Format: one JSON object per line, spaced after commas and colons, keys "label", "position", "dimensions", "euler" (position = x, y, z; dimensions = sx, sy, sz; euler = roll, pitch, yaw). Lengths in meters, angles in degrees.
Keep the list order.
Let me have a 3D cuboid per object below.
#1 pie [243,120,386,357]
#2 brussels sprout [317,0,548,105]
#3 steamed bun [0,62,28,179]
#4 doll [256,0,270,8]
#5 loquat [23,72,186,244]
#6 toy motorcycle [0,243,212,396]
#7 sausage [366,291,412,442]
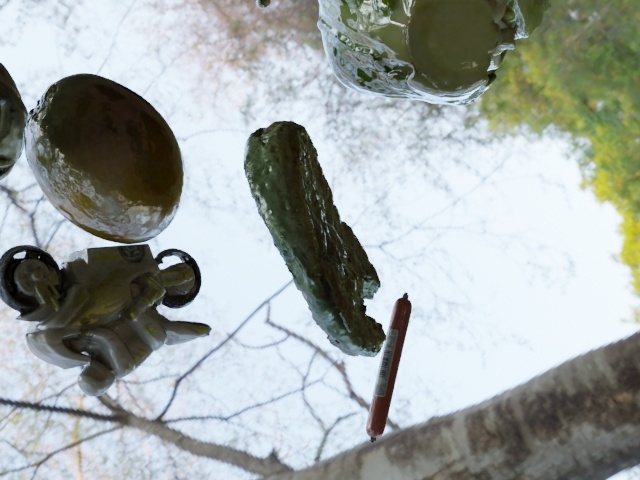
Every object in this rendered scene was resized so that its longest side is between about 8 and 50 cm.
{"label": "pie", "position": [-0.003, -0.007, 1.075], "dimensions": [0.302, 0.067, 0.302], "euler": [-21, -90, -78]}
{"label": "brussels sprout", "position": [0.140, -0.312, 1.210], "dimensions": [0.315, 0.275, 0.371], "euler": [19, -159, 2]}
{"label": "steamed bun", "position": [-0.647, -0.215, 1.574], "dimensions": [0.280, 0.207, 0.268], "euler": [-16, -88, -38]}
{"label": "doll", "position": [-0.131, -0.659, 1.869], "dimensions": [0.247, 0.247, 0.349], "euler": [-14, -91, -52]}
{"label": "loquat", "position": [-0.264, -0.101, 1.138], "dimensions": [0.179, 0.179, 0.227], "euler": [-84, -28, -49]}
{"label": "toy motorcycle", "position": [-0.306, 0.112, 1.341], "dimensions": [0.341, 0.108, 0.222], "euler": [-2, -99, -44]}
{"label": "sausage", "position": [0.100, 0.183, 1.327], "dimensions": [0.029, 0.029, 0.223], "euler": [20, -101, -32]}
